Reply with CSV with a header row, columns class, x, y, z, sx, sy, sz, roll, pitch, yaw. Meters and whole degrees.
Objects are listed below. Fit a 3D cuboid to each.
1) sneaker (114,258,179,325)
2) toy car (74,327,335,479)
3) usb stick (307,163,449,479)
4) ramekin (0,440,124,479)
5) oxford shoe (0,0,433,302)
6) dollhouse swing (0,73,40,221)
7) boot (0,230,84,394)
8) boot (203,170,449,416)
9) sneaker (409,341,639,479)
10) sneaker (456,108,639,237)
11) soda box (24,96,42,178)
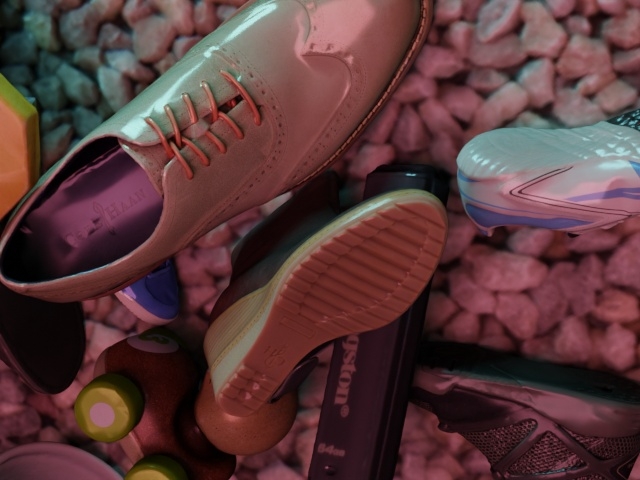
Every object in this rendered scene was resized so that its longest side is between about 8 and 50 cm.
class,x,y,z,sx,sy,sz,roll,pitch,yaw
sneaker,-0.142,-0.008,1.531,0.084,0.058,0.152,-26,91,36
toy car,-0.077,0.120,1.505,0.188,0.155,0.149,-27,97,18
usb stick,0.043,0.076,1.422,0.077,0.045,0.278,5,80,42
ramekin,-0.246,0.287,1.600,0.109,0.207,0.207,-36,92,37
oxford shoe,-0.079,-0.076,1.402,0.397,0.146,0.140,-41,90,11
dollhouse swing,-0.386,-0.137,1.493,0.305,0.315,0.347,39,114,-18
boot,-0.348,0.035,1.613,0.229,0.091,0.263,-6,131,41
boot,0.000,0.000,1.392,0.090,0.207,0.248,36,120,-20
sneaker,0.136,0.154,1.459,0.227,0.087,0.130,13,106,12
sneaker,0.220,-0.045,1.368,0.237,0.085,0.086,-2,133,19
soda box,-0.348,-0.086,1.582,0.216,0.069,0.074,5,110,21
